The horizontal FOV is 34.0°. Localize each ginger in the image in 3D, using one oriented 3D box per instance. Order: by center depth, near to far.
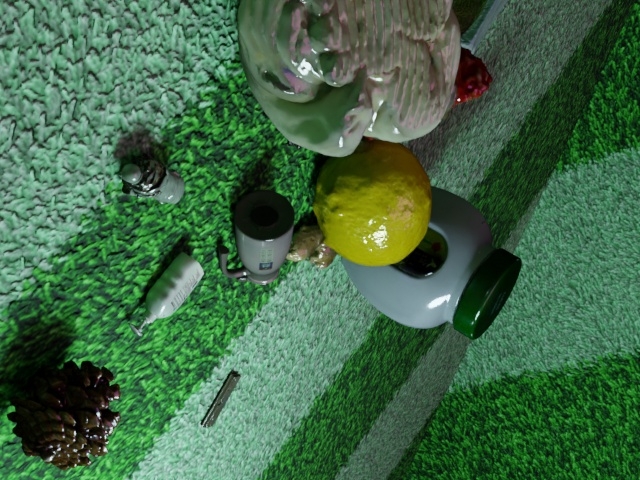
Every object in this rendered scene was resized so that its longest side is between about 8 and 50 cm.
[{"bbox_3d":[-0.005,0.010,2.140,0.214,0.059,0.133,-37,146,-49],"label":"ginger"}]

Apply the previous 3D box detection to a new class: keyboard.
[{"bbox_3d":[-0.208,0.335,2.188,0.129,0.015,0.049,-61,164,3],"label":"keyboard"}]

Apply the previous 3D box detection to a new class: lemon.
[{"bbox_3d":[0.103,-0.074,2.028,0.233,0.233,0.288,-45,143,-32],"label":"lemon"}]

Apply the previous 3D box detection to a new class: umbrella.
[{"bbox_3d":[-0.240,-0.086,1.484,0.067,0.062,0.143,-31,165,14],"label":"umbrella"}]

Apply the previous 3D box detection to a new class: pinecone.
[{"bbox_3d":[-0.363,0.248,1.521,0.173,0.173,0.174,-47,157,-28],"label":"pinecone"}]

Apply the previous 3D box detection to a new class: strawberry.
[{"bbox_3d":[0.173,-0.316,1.952,0.149,0.265,0.336,63,22,-17],"label":"strawberry"}]

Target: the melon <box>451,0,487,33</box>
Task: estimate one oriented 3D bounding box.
[{"bbox_3d":[0.219,-0.467,1.913,0.323,0.124,0.196,-27,135,-57],"label":"melon"}]

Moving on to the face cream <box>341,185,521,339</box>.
[{"bbox_3d":[0.246,0.045,2.337,0.312,0.357,0.219,-58,160,-3],"label":"face cream"}]

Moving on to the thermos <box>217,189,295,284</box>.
[{"bbox_3d":[-0.118,0.012,1.855,0.137,0.105,0.193,-22,153,-18],"label":"thermos"}]

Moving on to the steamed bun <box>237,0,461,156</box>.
[{"bbox_3d":[0.024,-0.297,1.510,0.352,0.247,0.339,-31,119,-36],"label":"steamed bun"}]

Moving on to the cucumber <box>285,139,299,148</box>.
[{"bbox_3d":[-0.022,-0.242,1.774,0.053,0.053,0.181,-18,136,-60],"label":"cucumber"}]

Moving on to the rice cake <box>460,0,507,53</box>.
[{"bbox_3d":[0.373,-0.510,2.318,0.222,0.042,0.080,-58,164,-5],"label":"rice cake"}]

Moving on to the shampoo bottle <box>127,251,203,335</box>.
[{"bbox_3d":[-0.254,0.094,1.706,0.152,0.045,0.077,-54,161,-17],"label":"shampoo bottle"}]
